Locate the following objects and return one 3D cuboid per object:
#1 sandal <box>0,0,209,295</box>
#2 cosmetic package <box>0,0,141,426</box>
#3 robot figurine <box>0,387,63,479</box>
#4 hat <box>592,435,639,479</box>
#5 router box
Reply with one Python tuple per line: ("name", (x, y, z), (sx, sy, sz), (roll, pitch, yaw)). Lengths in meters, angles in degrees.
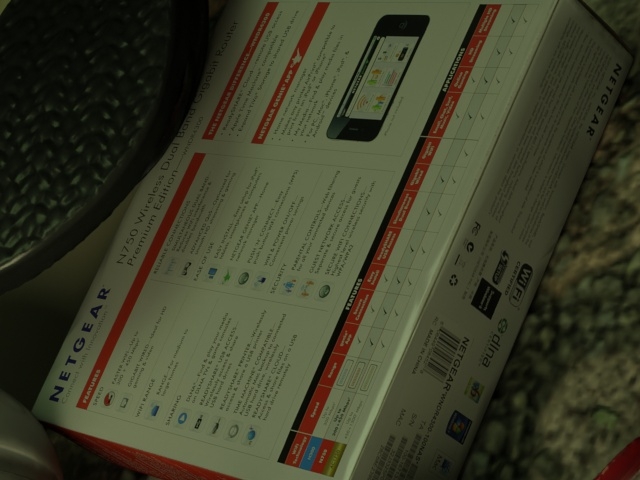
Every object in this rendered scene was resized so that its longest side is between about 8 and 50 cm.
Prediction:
("sandal", (-0.134, -0.130, 1.254), (0.168, 0.107, 0.445), (-3, 51, 28))
("cosmetic package", (-0.220, -0.028, 1.386), (0.160, 0.113, 0.309), (7, 67, 47))
("robot figurine", (-0.253, 0.224, 1.141), (0.300, 0.200, 0.353), (114, 154, -58))
("hat", (0.090, 0.232, 0.964), (0.173, 0.184, 0.208), (-109, 23, -48))
("router box", (0.000, 0.000, 1.171), (0.301, 0.082, 0.335), (9, 69, 47))
